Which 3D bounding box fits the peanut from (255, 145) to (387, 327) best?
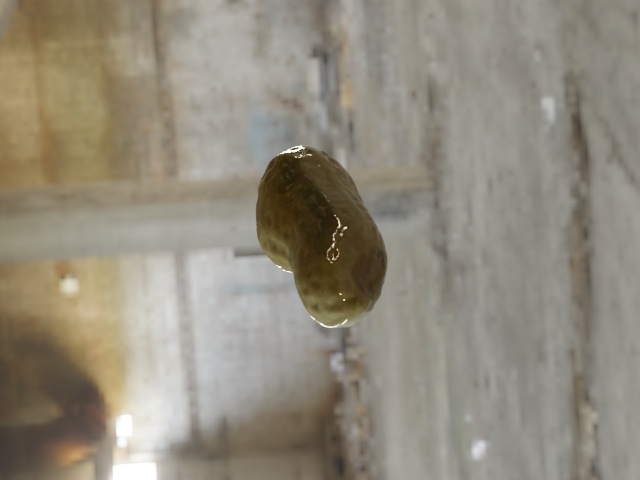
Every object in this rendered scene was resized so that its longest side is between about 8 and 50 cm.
[{"bbox_3d":[0.000,0.000,1.814,0.110,0.120,0.236,83,170,-47],"label":"peanut"}]
